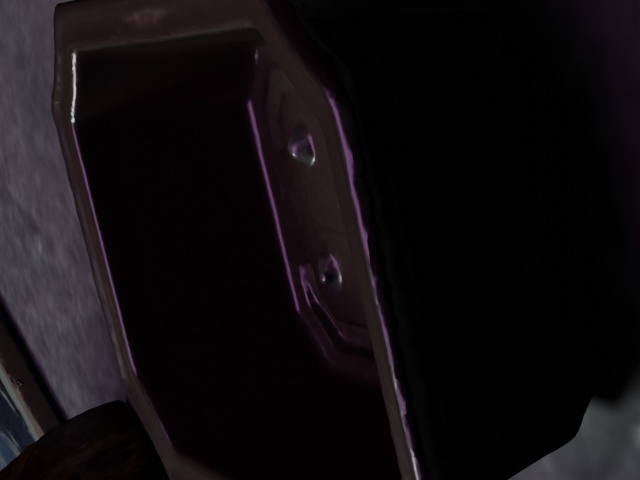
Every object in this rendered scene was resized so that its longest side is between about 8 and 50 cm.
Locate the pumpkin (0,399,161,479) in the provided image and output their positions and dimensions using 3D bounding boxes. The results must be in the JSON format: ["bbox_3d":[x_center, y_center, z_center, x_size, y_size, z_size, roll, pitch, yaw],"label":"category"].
[{"bbox_3d":[-0.189,0.240,0.993,0.139,0.280,0.190,59,174,42],"label":"pumpkin"}]

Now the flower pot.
[{"bbox_3d":[0.000,0.000,0.539,0.251,0.084,0.179,9,113,65],"label":"flower pot"}]

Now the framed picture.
[{"bbox_3d":[-0.194,0.196,1.242,0.335,0.022,0.247,52,151,42],"label":"framed picture"}]
